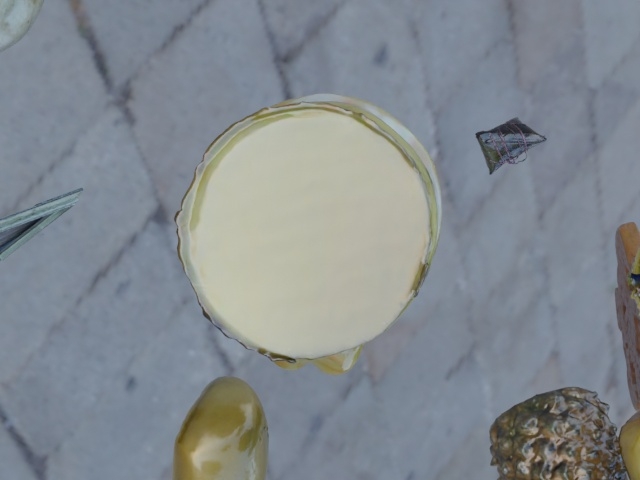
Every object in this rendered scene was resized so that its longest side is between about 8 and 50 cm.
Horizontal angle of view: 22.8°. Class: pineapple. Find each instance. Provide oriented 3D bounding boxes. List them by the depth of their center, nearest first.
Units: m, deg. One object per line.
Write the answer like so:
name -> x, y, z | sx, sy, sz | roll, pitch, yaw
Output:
pineapple -> 0.332, 0.353, 1.934 | 0.169, 0.340, 0.169 | -19, 160, -7

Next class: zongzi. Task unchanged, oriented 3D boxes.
zongzi -> 0.245, -0.125, 1.979 | 0.083, 0.073, 0.067 | -42, 127, -24

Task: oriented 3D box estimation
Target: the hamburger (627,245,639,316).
hamburger -> 0.399, 0.024, 1.559 | 0.191, 0.182, 0.118 | -66, -169, -20

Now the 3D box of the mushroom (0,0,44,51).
mushroom -> -0.364, -0.276, 1.682 | 0.166, 0.127, 0.166 | -29, 127, -48

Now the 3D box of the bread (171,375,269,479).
bread -> -0.112, 0.263, 1.812 | 0.147, 0.098, 0.217 | -56, 160, -44

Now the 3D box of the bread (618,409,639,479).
bread -> 0.529, 0.296, 1.743 | 0.394, 0.361, 0.250 | 3, 147, -48

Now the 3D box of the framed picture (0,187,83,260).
framed picture -> -0.428, 0.030, 1.780 | 0.296, 0.232, 0.019 | -24, 86, -39

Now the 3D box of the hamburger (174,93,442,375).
hamburger -> 0.000, 0.000, 1.648 | 0.186, 0.261, 0.302 | -28, 113, -78

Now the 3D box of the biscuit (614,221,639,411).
biscuit -> 0.460, 0.131, 2.205 | 0.306, 0.043, 0.284 | -95, 178, -76
